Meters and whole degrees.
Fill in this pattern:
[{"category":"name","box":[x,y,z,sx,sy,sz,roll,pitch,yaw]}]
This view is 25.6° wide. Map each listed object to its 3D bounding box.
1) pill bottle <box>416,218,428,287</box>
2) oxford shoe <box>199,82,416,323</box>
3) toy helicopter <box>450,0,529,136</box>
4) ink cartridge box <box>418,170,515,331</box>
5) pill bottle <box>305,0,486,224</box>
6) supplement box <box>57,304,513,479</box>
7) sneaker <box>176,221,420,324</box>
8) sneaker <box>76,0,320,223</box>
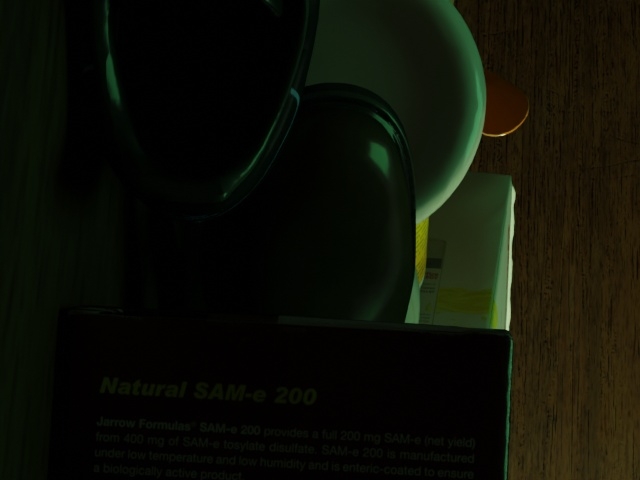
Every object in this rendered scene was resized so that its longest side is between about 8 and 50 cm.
[{"category":"pill bottle","box":[0.024,-0.011,1.078,0.118,0.117,0.208,-84,176,-46]},{"category":"oxford shoe","box":[-0.006,0.056,0.510,0.096,0.082,0.227,-106,-157,-62]},{"category":"toy helicopter","box":[0.055,-0.217,1.091,0.235,0.140,0.355,59,7,-36]},{"category":"ink cartridge box","box":[0.076,0.159,1.278,0.279,0.160,0.385,86,15,-45]},{"category":"pill bottle","box":[0.014,-0.065,0.718,0.229,0.131,0.131,-34,127,-86]},{"category":"supplement box","box":[-0.014,0.142,0.421,0.073,0.130,0.240,60,34,-85]},{"category":"sneaker","box":[-0.011,0.089,0.627,0.290,0.105,0.123,91,1,-50]},{"category":"sneaker","box":[-0.027,-0.119,0.405,0.090,0.081,0.232,-104,-163,-76]}]
